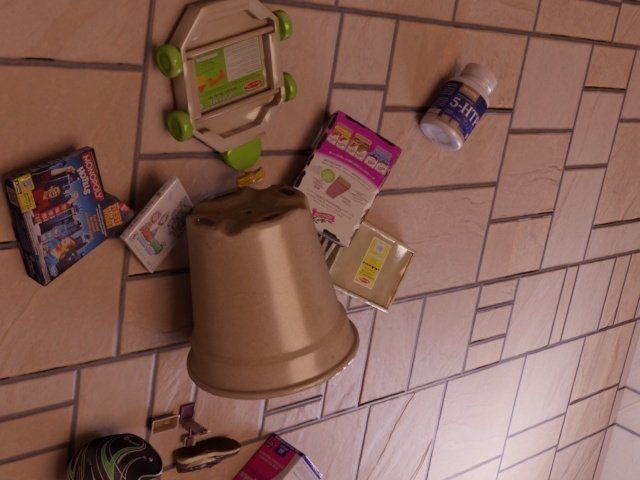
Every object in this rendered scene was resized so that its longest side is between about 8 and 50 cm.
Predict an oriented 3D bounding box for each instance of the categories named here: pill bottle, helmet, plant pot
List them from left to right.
[{"bbox_3d":[-0.384,0.444,1.646,0.161,0.169,0.169,-31,130,-56],"label":"helmet"},{"bbox_3d":[-0.111,0.074,1.659,0.334,0.334,0.305,-27,120,-35],"label":"plant pot"},{"bbox_3d":[0.322,-0.311,2.069,0.187,0.112,0.112,-56,138,-12],"label":"pill bottle"}]

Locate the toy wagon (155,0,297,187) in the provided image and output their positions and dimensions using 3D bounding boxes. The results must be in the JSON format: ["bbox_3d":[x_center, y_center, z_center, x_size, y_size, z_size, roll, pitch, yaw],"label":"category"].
[{"bbox_3d":[-0.162,-0.263,1.628,0.267,0.068,0.344,-27,127,-35],"label":"toy wagon"}]

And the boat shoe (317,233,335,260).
[{"bbox_3d":[0.000,0.000,1.917,0.068,0.081,0.228,36,94,-5],"label":"boat shoe"}]

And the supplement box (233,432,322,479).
[{"bbox_3d":[-0.120,0.564,2.020,0.220,0.111,0.114,-49,135,-19],"label":"supplement box"}]

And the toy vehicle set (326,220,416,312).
[{"bbox_3d":[0.108,0.054,2.075,0.267,0.035,0.166,28,87,-48],"label":"toy vehicle set"}]

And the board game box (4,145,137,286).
[{"bbox_3d":[-0.406,-0.054,1.479,0.194,0.060,0.194,-29,127,-35],"label":"board game box"}]

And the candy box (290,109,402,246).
[{"bbox_3d":[0.039,-0.124,1.838,0.159,0.071,0.233,31,83,-9],"label":"candy box"}]

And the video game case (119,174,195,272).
[{"bbox_3d":[-0.283,-0.027,1.604,0.143,0.019,0.157,-52,160,-15],"label":"video game case"}]

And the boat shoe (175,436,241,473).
[{"bbox_3d":[-0.239,0.453,1.895,0.152,0.056,0.049,-2,115,-35],"label":"boat shoe"}]

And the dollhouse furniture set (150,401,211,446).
[{"bbox_3d":[-0.279,0.391,1.798,0.114,0.081,0.091,-6,112,-44],"label":"dollhouse furniture set"}]
